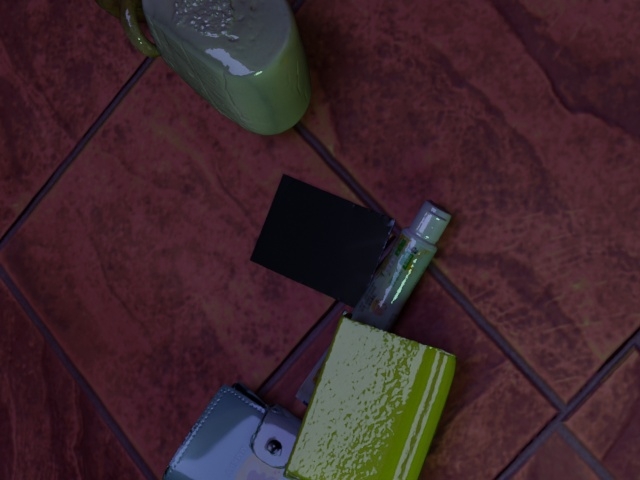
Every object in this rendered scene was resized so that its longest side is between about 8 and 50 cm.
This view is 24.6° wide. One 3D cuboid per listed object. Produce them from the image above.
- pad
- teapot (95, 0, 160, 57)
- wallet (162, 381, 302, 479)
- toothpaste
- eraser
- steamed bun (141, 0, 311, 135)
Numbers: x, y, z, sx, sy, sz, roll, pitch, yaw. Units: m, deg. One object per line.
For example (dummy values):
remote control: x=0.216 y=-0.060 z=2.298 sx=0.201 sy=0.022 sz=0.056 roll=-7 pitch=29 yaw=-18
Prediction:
pad: x=0.000 y=0.000 z=1.953 sx=0.190 sy=0.004 sz=0.127 roll=23 pitch=92 yaw=31
teapot: x=-0.269 y=-0.411 z=2.097 sx=0.203 sy=0.167 sz=0.311 roll=-14 pitch=74 yaw=27
wallet: x=-0.072 y=0.297 z=1.898 sx=0.231 sy=0.069 sz=0.170 roll=30 pitch=86 yaw=21
toothpaste: x=0.071 y=0.092 z=1.867 sx=0.314 sy=0.056 sz=0.058 roll=-59 pitch=14 yaw=12
eraser: x=0.064 y=0.218 z=1.804 sx=0.158 sy=0.069 sz=0.226 roll=20 pitch=87 yaw=7
steamed bun: x=-0.113 y=-0.268 z=1.966 sx=0.155 sy=0.200 sz=0.250 roll=-43 pitch=63 yaw=-11
